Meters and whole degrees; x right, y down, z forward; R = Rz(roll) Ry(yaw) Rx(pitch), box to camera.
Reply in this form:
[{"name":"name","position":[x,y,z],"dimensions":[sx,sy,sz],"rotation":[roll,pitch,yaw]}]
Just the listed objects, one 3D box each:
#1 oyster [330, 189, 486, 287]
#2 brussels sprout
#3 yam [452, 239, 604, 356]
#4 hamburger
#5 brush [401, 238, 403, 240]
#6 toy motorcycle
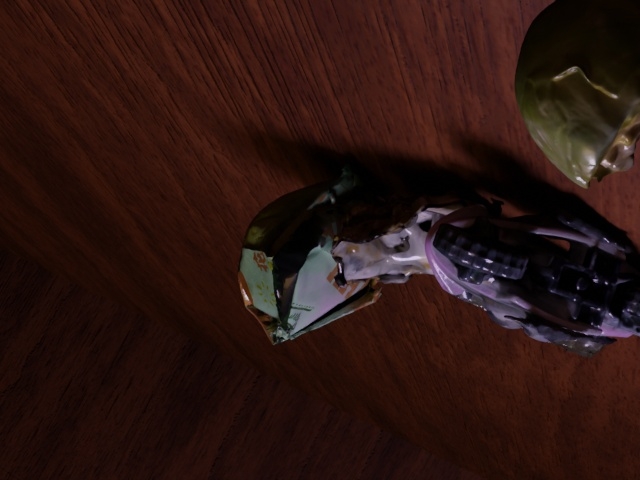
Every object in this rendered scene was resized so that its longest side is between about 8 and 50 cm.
[{"name":"oyster","position":[0.113,-0.010,1.962],"dimensions":[0.214,0.083,0.223],"rotation":[0,158,-45]},{"name":"brussels sprout","position":[0.204,-0.124,1.264],"dimensions":[0.122,0.149,0.151],"rotation":[40,131,17]},{"name":"yam","position":[0.251,0.060,1.942],"dimensions":[0.183,0.107,0.107],"rotation":[28,167,-7]},{"name":"hamburger","position":[0.001,-0.002,2.058],"dimensions":[0.125,0.214,0.235],"rotation":[29,140,34]},{"name":"brush","position":[0.116,0.016,2.205],"dimensions":[0.248,0.036,0.043],"rotation":[26,171,9]},{"name":"toy motorcycle","position":[0.247,0.036,1.820],"dimensions":[0.327,0.143,0.188],"rotation":[17,180,-25]}]
